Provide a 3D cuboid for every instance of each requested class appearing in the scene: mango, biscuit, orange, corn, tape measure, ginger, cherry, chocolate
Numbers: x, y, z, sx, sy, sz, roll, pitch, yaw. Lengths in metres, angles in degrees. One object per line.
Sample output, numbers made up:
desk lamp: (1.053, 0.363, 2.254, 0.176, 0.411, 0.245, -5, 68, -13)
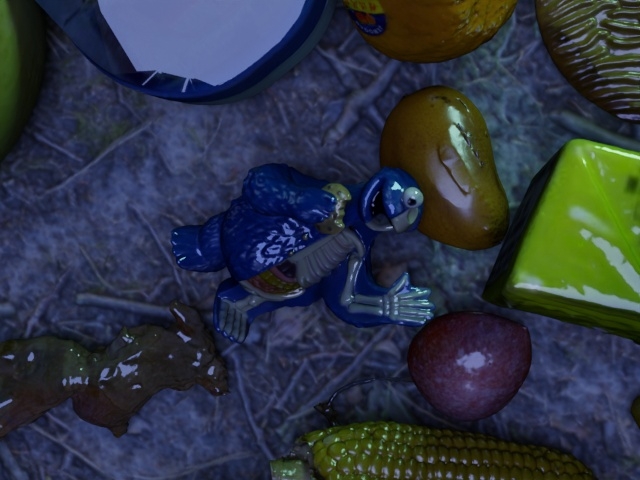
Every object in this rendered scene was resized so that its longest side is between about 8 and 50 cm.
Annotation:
mango: (0.108, -0.066, 1.088, 0.105, 0.084, 0.159, -20, 61, 3)
biscuit: (0.310, -0.190, 1.097, 0.229, 0.031, 0.176, -2, 99, 8)
orange: (0.093, -0.240, 1.044, 0.155, 0.178, 0.177, 23, 103, 47)
corn: (0.110, 0.228, 1.113, 0.322, 0.119, 0.119, 5, 99, -13)
tape measure: (-0.111, -0.256, 1.086, 0.259, 0.138, 0.262, -38, 92, 11)
ginger: (-0.238, 0.141, 1.193, 0.290, 0.084, 0.122, -16, 117, 5)
cherry: (0.105, 0.139, 1.148, 0.225, 0.090, 0.107, -35, 114, 29)
chocolate: (0.294, 0.021, 1.000, 0.289, 0.301, 0.137, 13, 86, 5)

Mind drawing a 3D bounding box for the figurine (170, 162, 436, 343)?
figurine: (-0.008, -0.005, 1.101, 0.262, 0.120, 0.164, -9, 116, 31)

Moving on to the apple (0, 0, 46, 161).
apple: (-0.406, -0.169, 1.084, 0.295, 0.233, 0.257, -7, 94, 8)

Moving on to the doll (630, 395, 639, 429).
doll: (0.376, 0.216, 1.115, 0.209, 0.097, 0.137, 46, 106, 5)
